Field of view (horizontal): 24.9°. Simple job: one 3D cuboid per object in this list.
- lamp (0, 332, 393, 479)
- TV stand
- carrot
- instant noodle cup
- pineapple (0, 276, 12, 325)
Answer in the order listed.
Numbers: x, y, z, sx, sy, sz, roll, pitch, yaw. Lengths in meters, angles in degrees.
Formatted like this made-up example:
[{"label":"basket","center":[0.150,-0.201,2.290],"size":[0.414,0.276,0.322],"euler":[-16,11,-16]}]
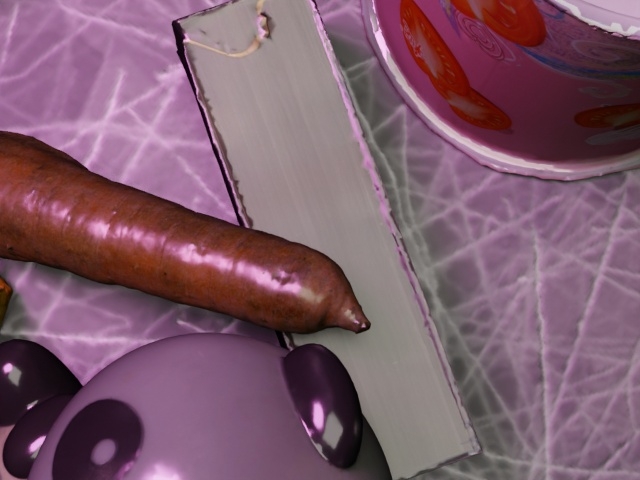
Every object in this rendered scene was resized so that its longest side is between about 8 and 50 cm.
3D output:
[{"label":"lamp","center":[-0.076,0.137,0.695],"size":[0.244,0.198,0.198],"euler":[6,80,42]},{"label":"TV stand","center":[0.000,0.000,0.794],"size":[0.083,0.088,0.269],"euler":[-19,85,-3]},{"label":"carrot","center":[-0.126,-0.010,0.761],"size":[0.342,0.070,0.070],"euler":[15,82,19]},{"label":"instant noodle cup","center":[0.149,-0.166,0.751],"size":[0.243,0.231,0.243],"euler":[0,84,-3]},{"label":"pineapple","center":[-0.221,0.068,0.780],"size":[0.069,0.137,0.116],"euler":[17,123,3]}]
